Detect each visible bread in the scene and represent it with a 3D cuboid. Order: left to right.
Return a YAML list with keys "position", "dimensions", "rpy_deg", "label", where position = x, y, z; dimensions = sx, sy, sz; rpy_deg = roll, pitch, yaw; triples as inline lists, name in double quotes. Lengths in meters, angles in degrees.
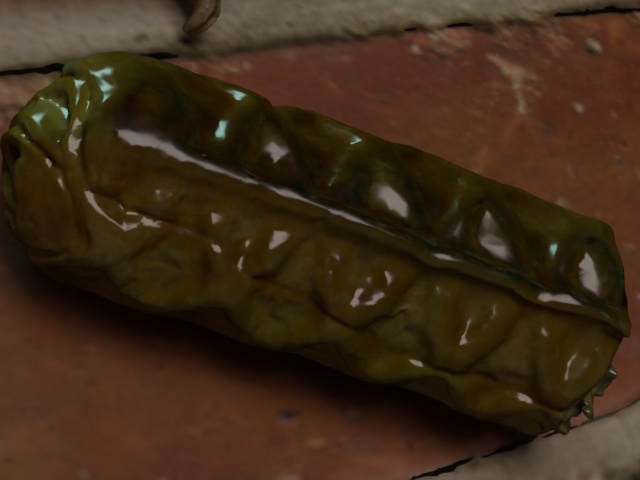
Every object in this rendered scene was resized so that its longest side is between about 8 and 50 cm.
- position: [0.000, 0.001, 0.647]
  dimensions: [0.269, 0.098, 0.087]
  rpy_deg: [19, 8, -18]
  label: "bread"

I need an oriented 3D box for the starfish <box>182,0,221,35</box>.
- position: [-0.144, -0.191, 0.725]
  dimensions: [0.138, 0.050, 0.247]
  rpy_deg: [-21, 68, -38]
  label: "starfish"
